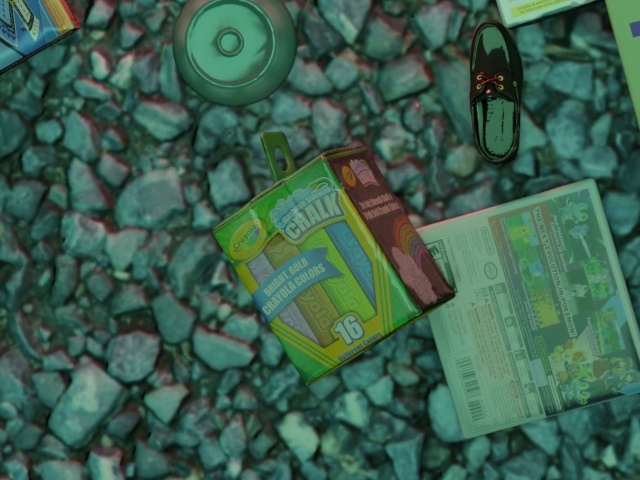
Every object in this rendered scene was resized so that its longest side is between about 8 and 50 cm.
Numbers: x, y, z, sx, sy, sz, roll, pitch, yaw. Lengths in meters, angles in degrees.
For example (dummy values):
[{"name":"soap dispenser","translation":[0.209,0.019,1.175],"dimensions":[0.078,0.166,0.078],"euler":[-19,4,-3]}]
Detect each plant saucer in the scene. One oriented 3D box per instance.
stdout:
[{"name":"plant saucer","translation":[-0.082,-0.184,1.728],"dimensions":[0.119,0.021,0.119],"euler":[1,94,8]}]

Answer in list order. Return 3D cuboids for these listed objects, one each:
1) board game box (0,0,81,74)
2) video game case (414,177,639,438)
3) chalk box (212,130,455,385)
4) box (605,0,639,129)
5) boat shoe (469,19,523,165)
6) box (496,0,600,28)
[{"name":"board game box","translation":[-0.356,-0.290,1.759],"dimensions":[0.145,0.027,0.281],"euler":[-28,90,11]},{"name":"video game case","translation":[0.192,0.063,1.706],"dimensions":[0.183,0.023,0.201],"euler":[-16,91,10]},{"name":"chalk box","translation":[0.000,0.000,1.664],"dimensions":[0.132,0.132,0.213],"euler":[-34,84,18]},{"name":"box","translation":[0.365,-0.179,1.578],"dimensions":[0.213,0.117,0.243],"euler":[-14,106,16]},{"name":"boat shoe","translation":[0.160,-0.135,1.686],"dimensions":[0.049,0.042,0.133],"euler":[-3,92,11]},{"name":"box","translation":[0.178,-0.319,1.659],"dimensions":[0.100,0.060,0.244],"euler":[-16,92,10]}]
